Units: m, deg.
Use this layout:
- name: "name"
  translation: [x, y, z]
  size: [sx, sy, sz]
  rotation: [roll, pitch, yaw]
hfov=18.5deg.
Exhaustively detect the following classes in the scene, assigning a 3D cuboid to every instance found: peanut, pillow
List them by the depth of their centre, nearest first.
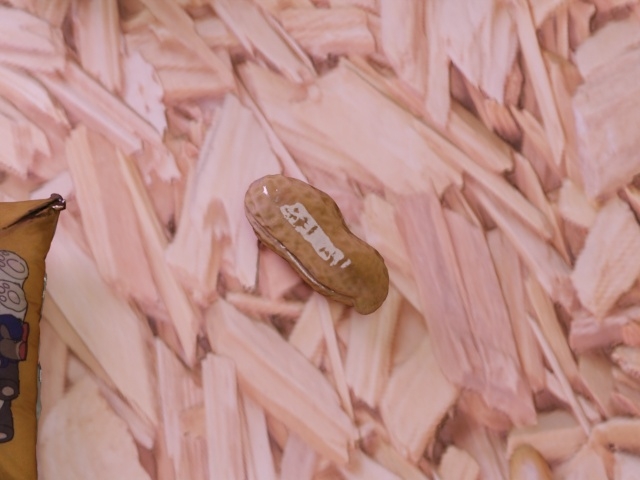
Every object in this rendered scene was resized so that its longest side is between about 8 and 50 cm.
- name: "pillow"
  translation: [-0.395, 0.095, 1.788]
  size: [0.312, 0.119, 0.310]
  rotation: [5, 81, -12]
- name: "peanut"
  translation: [0.000, 0.000, 1.916]
  size: [0.174, 0.080, 0.080]
  rotation: [44, 74, -4]
